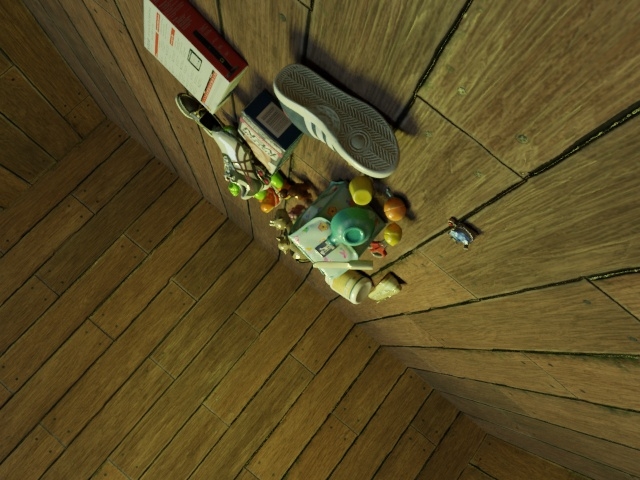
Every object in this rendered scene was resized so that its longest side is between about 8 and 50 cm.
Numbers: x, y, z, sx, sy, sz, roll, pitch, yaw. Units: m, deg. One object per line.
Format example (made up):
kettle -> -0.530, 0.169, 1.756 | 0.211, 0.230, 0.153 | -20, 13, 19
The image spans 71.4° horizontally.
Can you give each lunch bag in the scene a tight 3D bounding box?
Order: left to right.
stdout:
lunch bag -> 0.047, -0.032, 1.459 | 0.223, 0.262, 0.160 | 46, 165, -20

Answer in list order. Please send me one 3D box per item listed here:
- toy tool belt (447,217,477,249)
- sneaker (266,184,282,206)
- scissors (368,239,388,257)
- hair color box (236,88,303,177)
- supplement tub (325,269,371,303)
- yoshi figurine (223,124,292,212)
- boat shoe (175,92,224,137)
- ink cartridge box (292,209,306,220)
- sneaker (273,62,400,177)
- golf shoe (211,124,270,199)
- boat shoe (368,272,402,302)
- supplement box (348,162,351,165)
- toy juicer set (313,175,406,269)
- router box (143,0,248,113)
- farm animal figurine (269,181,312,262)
toy tool belt -> 0.353, -0.017, 1.139 | 0.083, 0.051, 0.052 | 37, 166, 14
sneaker -> -0.279, -0.248, 1.942 | 0.279, 0.118, 0.107 | 46, 164, -22
scissors -> 0.236, 0.023, 1.650 | 0.109, 0.021, 0.297 | 45, 164, -10
hair color box -> -0.173, -0.329, 1.448 | 0.174, 0.105, 0.347 | 42, 167, -6
supplement tub -> 0.137, 0.207, 2.207 | 0.199, 0.144, 0.144 | 31, 164, 32
yoshi figurine -> -0.267, -0.276, 1.725 | 0.203, 0.203, 0.362 | -5, 132, 49
boat shoe -> -0.467, -0.497, 1.762 | 0.228, 0.081, 0.068 | 41, 165, -35
ink cartridge box -> 0.000, 0.000, 1.987 | 0.273, 0.115, 0.198 | 34, 165, 24
sneaker -> 0.042, -0.269, 1.058 | 0.350, 0.131, 0.148 | 44, 174, 8
golf shoe -> -0.281, -0.257, 1.489 | 0.105, 0.120, 0.273 | 26, 159, 54
boat shoe -> 0.282, 0.224, 1.964 | 0.089, 0.104, 0.285 | 41, 166, 9
supplement box -> 0.112, -0.216, 1.174 | 0.083, 0.043, 0.055 | 30, 162, 33
toy juicer set -> 0.131, -0.027, 1.339 | 0.209, 0.329, 0.089 | 18, -145, -13
router box -> -0.385, -0.557, 1.340 | 0.301, 0.082, 0.335 | 45, 165, -17
farm animal figurine -> -0.101, -0.039, 1.708 | 0.330, 0.172, 0.327 | 91, 158, -47
